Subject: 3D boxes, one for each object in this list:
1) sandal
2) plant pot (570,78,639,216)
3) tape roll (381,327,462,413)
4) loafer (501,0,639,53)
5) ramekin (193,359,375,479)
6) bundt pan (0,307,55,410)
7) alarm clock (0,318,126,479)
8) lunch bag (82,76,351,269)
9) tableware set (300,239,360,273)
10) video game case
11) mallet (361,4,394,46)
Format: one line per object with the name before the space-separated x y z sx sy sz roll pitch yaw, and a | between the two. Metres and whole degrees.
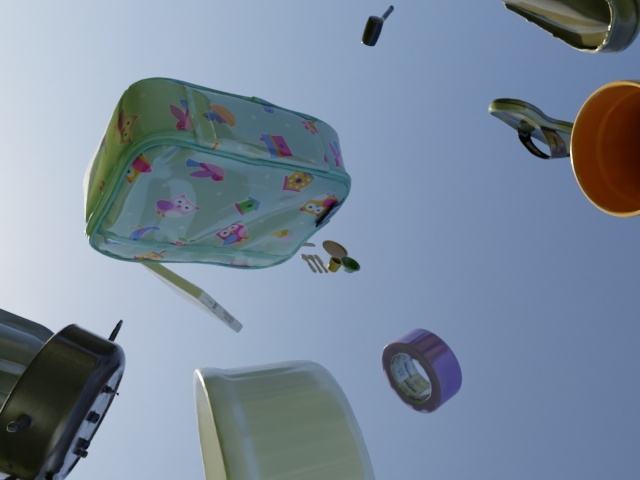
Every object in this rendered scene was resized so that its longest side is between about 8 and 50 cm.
sandal | 0.507 -0.235 1.475 0.120 0.303 0.086 -8 -117 71
plant pot | 0.534 -0.149 0.994 0.205 0.188 0.205 172 -90 -70
tape roll | 0.241 0.313 1.540 0.189 0.080 0.188 31 -46 38
loafer | 0.191 -0.256 0.617 0.087 0.094 0.251 -33 -117 -20
ramekin | -0.041 0.257 0.665 0.277 0.135 0.277 172 -90 -72
bundt pan | -0.436 0.255 0.863 0.331 0.124 0.330 -163 -90 -74
alarm clock | -0.205 0.128 0.538 0.192 0.064 0.129 -75 -169 -61
lunch bag | -0.115 -0.054 0.733 0.224 0.279 0.107 -47 -133 38
tableware set | 0.000 0.000 1.063 0.154 0.104 0.024 54 -52 40
video game case | -0.305 0.120 1.483 0.227 0.206 0.026 27 -106 30
mallet | 0.138 -0.503 1.492 0.062 0.039 0.189 -68 175 34
